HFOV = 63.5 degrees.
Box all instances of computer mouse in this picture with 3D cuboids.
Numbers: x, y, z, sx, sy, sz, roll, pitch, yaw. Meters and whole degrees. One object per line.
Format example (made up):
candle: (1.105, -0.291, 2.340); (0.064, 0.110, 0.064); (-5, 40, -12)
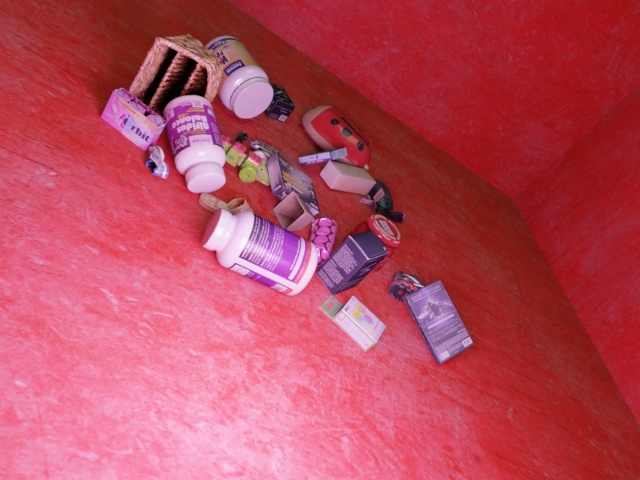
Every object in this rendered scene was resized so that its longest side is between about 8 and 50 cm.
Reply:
computer mouse: (0.313, -0.213, 2.548); (0.189, 0.072, 0.272); (12, 41, -40)
computer mouse: (-0.258, -0.382, 2.145); (0.193, 0.042, 0.106); (28, 27, -12)

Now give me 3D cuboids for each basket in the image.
basket: (-0.499, -0.536, 1.807); (0.213, 0.299, 0.223); (40, 27, -6)

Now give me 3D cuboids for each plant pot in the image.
plant pot: (-0.088, -0.097, 1.904); (0.096, 0.109, 0.109); (22, 33, -54)
plant pot: (0.214, 0.003, 2.049); (0.191, 0.174, 0.191); (32, 30, -21)

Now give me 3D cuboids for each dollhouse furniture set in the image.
dollhouse furniture set: (0.234, -0.215, 2.419); (0.081, 0.114, 0.091); (13, 42, -33)

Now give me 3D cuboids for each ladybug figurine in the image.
ladybug figurine: (0.099, -0.526, 2.624); (0.449, 0.162, 0.305); (46, 30, 8)

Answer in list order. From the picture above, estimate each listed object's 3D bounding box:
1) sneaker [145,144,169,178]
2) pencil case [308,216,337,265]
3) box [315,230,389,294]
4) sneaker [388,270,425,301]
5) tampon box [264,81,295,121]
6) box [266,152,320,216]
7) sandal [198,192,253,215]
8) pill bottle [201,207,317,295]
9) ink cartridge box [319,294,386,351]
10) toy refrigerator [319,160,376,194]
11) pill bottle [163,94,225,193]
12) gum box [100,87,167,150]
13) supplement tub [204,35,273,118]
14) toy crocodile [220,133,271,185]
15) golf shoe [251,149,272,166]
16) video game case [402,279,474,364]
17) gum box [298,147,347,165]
sneaker: (-0.530, -0.257, 1.651); (0.058, 0.052, 0.135); (0, 48, -44)
pencil case: (0.000, 0.000, 1.884); (0.098, 0.095, 0.209); (28, 33, -10)
box: (0.111, 0.076, 1.791); (0.108, 0.207, 0.153); (52, 31, 17)
sneaker: (0.389, 0.212, 2.044); (0.276, 0.097, 0.135); (31, 33, -14)
tampon box: (-0.220, -0.674, 2.510); (0.120, 0.101, 0.161); (8, 42, -45)
box: (-0.103, -0.207, 1.997); (0.231, 0.056, 0.183); (32, 35, -46)
sandal: (-0.279, -0.109, 1.714); (0.240, 0.079, 0.088); (25, 34, -27)
pill bottle: (-0.180, 0.028, 1.544); (0.323, 0.181, 0.181); (28, 32, -23)
ink cartridge box: (0.108, 0.253, 1.700); (0.209, 0.062, 0.109); (43, 30, 4)
toy refrigerator: (0.129, -0.287, 2.416); (0.270, 0.094, 0.102); (4, 42, -49)
pill bottle: (-0.411, -0.316, 1.719); (0.169, 0.169, 0.301); (3, 61, -47)
gum box: (-0.610, -0.396, 1.682); (0.188, 0.107, 0.062); (38, 30, -6)
supplement tub: (-0.368, -0.710, 2.260); (0.228, 0.228, 0.316); (-6, 53, -52)
toy crocodile: (-0.309, -0.316, 1.929); (0.341, 0.105, 0.115); (32, 31, -17)
golf shoe: (-0.202, -0.301, 2.071); (0.186, 0.067, 0.086); (22, 36, -31)
video game case: (0.443, 0.301, 1.938); (0.196, 0.026, 0.274); (-18, 75, -34)
gum box: (0.013, -0.382, 2.349); (0.184, 0.157, 0.041); (-32, 114, -59)
